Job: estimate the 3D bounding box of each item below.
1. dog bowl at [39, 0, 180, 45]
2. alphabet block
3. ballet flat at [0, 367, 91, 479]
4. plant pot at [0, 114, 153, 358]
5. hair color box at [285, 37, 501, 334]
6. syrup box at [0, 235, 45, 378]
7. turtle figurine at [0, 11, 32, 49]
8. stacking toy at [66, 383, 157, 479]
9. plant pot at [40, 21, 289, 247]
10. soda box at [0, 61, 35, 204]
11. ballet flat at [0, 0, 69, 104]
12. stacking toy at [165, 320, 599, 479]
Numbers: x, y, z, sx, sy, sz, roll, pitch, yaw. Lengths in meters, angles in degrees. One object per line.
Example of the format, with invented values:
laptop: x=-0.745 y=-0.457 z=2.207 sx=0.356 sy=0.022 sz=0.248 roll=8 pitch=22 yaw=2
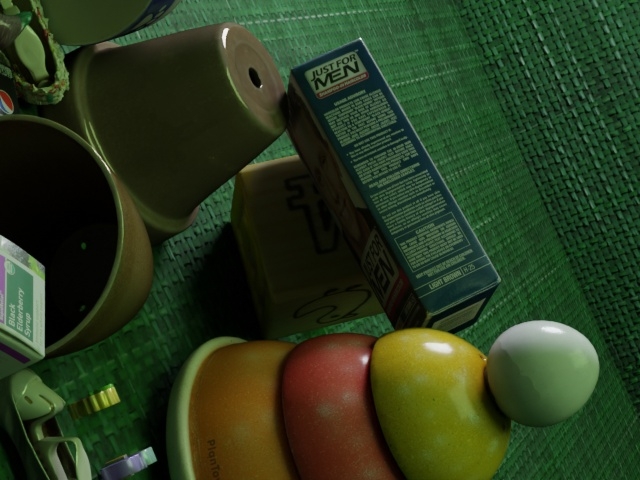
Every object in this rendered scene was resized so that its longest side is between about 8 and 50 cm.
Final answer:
dog bowl: x=-0.275 y=-0.363 z=1.840 sx=0.265 sy=0.265 sz=0.104 roll=63 pitch=25 yaw=-8
alphabet block: x=0.000 y=0.000 z=2.088 sx=0.192 sy=0.197 sz=0.193 roll=102 pitch=-27 yaw=-68
ballet flat: x=-0.273 y=0.190 z=1.567 sx=0.072 sy=0.068 sz=0.213 roll=-14 pitch=80 yaw=-66
plant pot: x=-0.268 y=0.018 z=1.590 sx=0.254 sy=0.237 sz=0.237 roll=37 pitch=34 yaw=-74
hair color box: x=0.078 y=-0.051 z=1.923 sx=0.347 sy=0.105 sz=0.174 roll=62 pitch=-14 yaw=15
syrup box: x=-0.343 y=0.083 z=1.301 sx=0.096 sy=0.237 sz=0.093 roll=40 pitch=33 yaw=-46
turtle figurine: x=-0.420 y=-0.294 z=1.664 sx=0.234 sy=0.118 sz=0.175 roll=47 pitch=-11 yaw=-28
stacking toy: x=-0.195 y=0.230 z=1.636 sx=0.221 sy=0.052 sz=0.167 roll=117 pitch=-49 yaw=-88
plant pot: x=-0.171 y=-0.150 z=1.910 sx=0.263 sy=0.229 sz=0.263 roll=45 pitch=31 yaw=-39
soda box: x=-0.354 y=-0.110 z=1.688 sx=0.053 sy=0.060 sz=0.169 roll=24 pitch=48 yaw=-56
ballet flat: x=-0.352 y=-0.264 z=1.793 sx=0.241 sy=0.091 sz=0.077 roll=61 pitch=-9 yaw=-11
stacking toy: x=0.097 y=0.218 z=1.803 sx=0.350 sy=0.480 sz=0.350 roll=45 pitch=34 yaw=-42
